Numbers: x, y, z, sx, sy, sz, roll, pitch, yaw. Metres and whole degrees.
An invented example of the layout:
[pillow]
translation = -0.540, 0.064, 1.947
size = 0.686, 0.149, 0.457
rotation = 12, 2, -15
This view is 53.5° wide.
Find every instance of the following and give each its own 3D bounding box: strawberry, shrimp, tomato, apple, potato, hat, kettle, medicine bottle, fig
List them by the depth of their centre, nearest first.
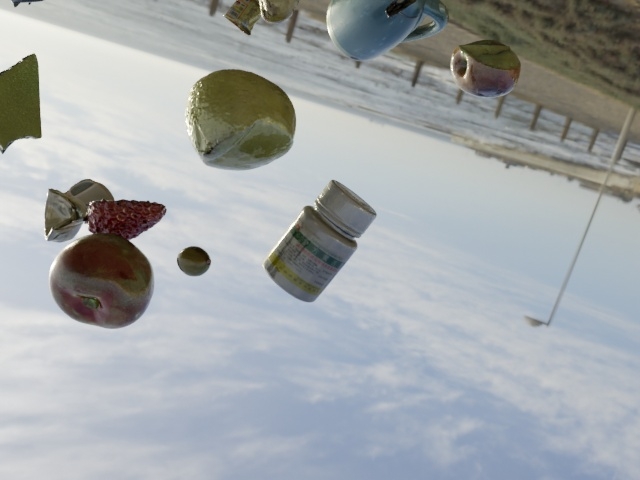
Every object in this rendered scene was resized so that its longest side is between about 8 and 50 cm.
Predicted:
[shrimp]
translation = 0.184, -0.471, 1.155
size = 0.051, 0.198, 0.262
rotation = 52, -148, -2
[fig]
translation = -0.290, 0.049, 1.483
size = 0.088, 0.073, 0.074
rotation = 6, -178, 39
[potato]
translation = -0.101, -0.641, 1.629
size = 0.107, 0.170, 0.080
rotation = 33, -160, 1
[tomato]
translation = -0.572, 0.097, 1.690
size = 0.271, 0.270, 0.222
rotation = 16, -137, -3
[strawberry]
translation = -0.551, -0.047, 1.804
size = 0.237, 0.111, 0.190
rotation = -4, 166, 18
[medicine bottle]
translation = 0.000, 0.000, 1.914
size = 0.208, 0.339, 0.208
rotation = 37, -168, -9
[apple]
translation = 0.514, -0.534, 1.990
size = 0.189, 0.173, 0.207
rotation = -14, -150, -13
[kettle]
translation = 0.236, -0.727, 2.025
size = 0.320, 0.246, 0.342
rotation = 12, 174, -27
[hat]
translation = -0.786, -0.084, 2.068
size = 0.226, 0.164, 0.219
rotation = -5, -136, -19

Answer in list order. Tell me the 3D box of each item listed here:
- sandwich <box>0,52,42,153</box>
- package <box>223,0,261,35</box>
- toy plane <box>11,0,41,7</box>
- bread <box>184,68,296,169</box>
[sandwich]
translation = -0.880, -0.391, 1.852
size = 0.063, 0.212, 0.245
rotation = 12, -131, 48
[package]
translation = -0.238, -0.729, 2.024
size = 0.108, 0.120, 0.031
rotation = 34, 178, 0
[toy plane]
translation = -0.598, -0.501, 1.302
size = 0.083, 0.031, 0.078
rotation = -17, -171, -1
[bread]
translation = -0.229, -0.338, 1.788
size = 0.321, 0.237, 0.320
rotation = -5, 169, -1
